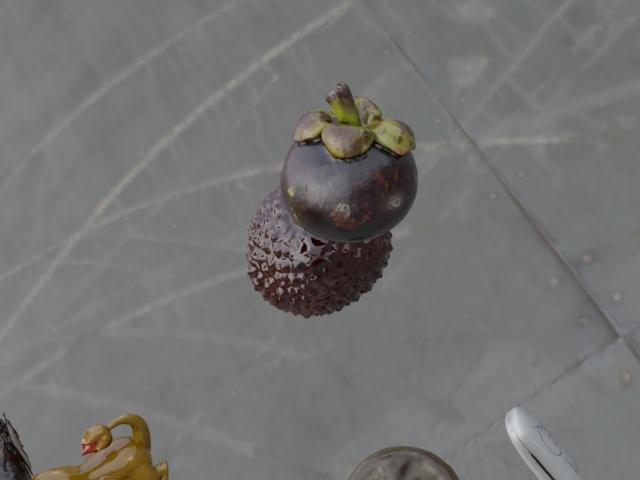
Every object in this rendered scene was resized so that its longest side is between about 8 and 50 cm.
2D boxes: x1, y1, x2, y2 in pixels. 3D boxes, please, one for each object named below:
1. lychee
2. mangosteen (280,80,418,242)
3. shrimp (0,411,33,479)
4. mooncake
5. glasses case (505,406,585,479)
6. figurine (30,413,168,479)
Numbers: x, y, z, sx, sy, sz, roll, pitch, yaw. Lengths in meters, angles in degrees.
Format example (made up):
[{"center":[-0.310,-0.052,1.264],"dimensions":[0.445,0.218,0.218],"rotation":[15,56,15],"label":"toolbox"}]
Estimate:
[{"center":[0.000,0.000,1.768],"dimensions":[0.300,0.264,0.264],"rotation":[-56,30,18],"label":"lychee"},{"center":[0.038,-0.108,1.328],"dimensions":[0.192,0.217,0.192],"rotation":[-2,37,2],"label":"mangosteen"},{"center":[-0.445,0.354,1.207],"dimensions":[0.054,0.222,0.290],"rotation":[-46,57,53],"label":"shrimp"},{"center":[0.175,0.578,2.055],"dimensions":[0.284,0.155,0.285],"rotation":[-1,76,4],"label":"mooncake"},{"center":[0.351,0.338,1.503],"dimensions":[0.049,0.197,0.076],"rotation":[-35,15,23],"label":"glasses case"},{"center":[-0.284,0.285,1.230],"dimensions":[0.176,0.122,0.121],"rotation":[-20,36,-31],"label":"figurine"}]
